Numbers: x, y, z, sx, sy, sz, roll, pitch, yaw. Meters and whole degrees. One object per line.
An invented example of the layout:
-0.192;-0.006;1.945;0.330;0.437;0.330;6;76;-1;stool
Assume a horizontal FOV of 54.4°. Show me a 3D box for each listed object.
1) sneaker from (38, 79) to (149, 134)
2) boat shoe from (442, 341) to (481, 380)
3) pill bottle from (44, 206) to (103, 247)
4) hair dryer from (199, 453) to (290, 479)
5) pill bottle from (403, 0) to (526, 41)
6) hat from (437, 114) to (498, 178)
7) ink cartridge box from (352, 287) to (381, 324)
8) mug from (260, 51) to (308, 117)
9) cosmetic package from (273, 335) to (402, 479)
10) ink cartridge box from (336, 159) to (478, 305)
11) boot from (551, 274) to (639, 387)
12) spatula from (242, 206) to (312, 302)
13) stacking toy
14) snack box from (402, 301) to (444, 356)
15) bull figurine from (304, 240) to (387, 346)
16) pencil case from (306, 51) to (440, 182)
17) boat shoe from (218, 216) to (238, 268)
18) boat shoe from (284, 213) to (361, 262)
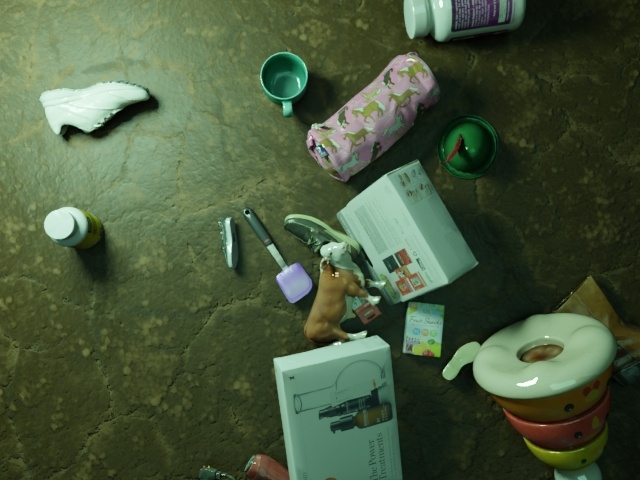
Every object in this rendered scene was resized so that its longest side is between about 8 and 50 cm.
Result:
-0.611;-0.368;1.713;0.296;0.111;0.130;-10;102;2;sneaker
0.384;0.329;1.695;0.133;0.042;0.049;-46;67;-4;boat shoe
-0.648;-0.033;1.632;0.103;0.184;0.103;0;86;-1;pill bottle
-0.167;0.677;1.657;0.293;0.080;0.224;-8;102;4;hair dryer
0.388;-0.638;1.703;0.301;0.169;0.170;-9;86;-2;pill bottle
0.412;-0.258;1.667;0.172;0.183;0.209;20;86;0;hat
0.113;0.170;1.707;0.062;0.029;0.115;-35;87;-3;ink cartridge box
-0.104;-0.426;1.715;0.129;0.097;0.158;26;86;1;mug
0.048;0.457;1.574;0.284;0.097;0.378;-10;102;-14;cosmetic package
0.218;-0.010;1.649;0.130;0.272;0.310;-27;86;-34;ink cartridge box
0.821;0.213;1.705;0.264;0.096;0.280;-39;80;4;boot
-0.127;0.030;1.713;0.084;0.030;0.297;-34;86;-4;spatula
0.626;0.458;1.598;0.350;0.350;0.480;-24;104;-3;stacking toy
0.281;0.242;1.700;0.100;0.037;0.141;6;85;-1;snack box
0.060;0.148;1.637;0.188;0.101;0.311;21;112;8;bull figurine
0.144;-0.334;1.685;0.386;0.167;0.160;-40;52;-4;pencil case
-0.254;0.008;1.708;0.040;0.049;0.142;-6;84;17;boat shoe
0.000;0.001;1.684;0.223;0.080;0.074;24;50;-3;boat shoe
